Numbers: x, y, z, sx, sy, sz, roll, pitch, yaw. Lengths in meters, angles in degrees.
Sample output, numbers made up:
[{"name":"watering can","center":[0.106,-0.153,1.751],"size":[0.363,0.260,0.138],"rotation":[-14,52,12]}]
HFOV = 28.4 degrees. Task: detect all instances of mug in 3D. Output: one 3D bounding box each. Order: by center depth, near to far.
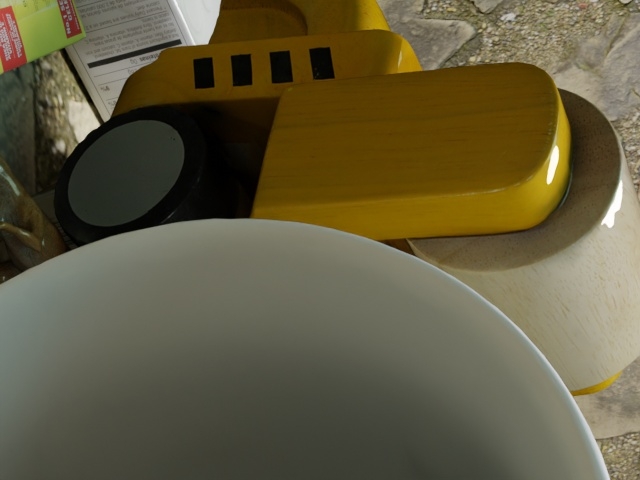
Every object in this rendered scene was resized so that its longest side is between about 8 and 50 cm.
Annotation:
[{"name":"mug","center":[-0.034,0.163,0.543],"size":[0.328,0.276,0.374],"rotation":[76,-5,-50]}]

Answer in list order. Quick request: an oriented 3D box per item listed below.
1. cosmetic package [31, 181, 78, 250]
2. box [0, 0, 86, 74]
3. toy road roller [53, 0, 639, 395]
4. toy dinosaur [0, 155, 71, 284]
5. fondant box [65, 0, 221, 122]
[{"name":"cosmetic package","center":[-0.144,-0.013,0.797],"size":[0.115,0.041,0.060],"rotation":[-60,134,-77]},{"name":"box","center":[-0.187,-0.119,0.638],"size":[0.232,0.058,0.087],"rotation":[-69,144,-74]},{"name":"toy road roller","center":[0.029,-0.050,0.739],"size":[0.202,0.330,0.240],"rotation":[56,40,-50]},{"name":"toy dinosaur","center":[-0.143,0.026,0.681],"size":[0.112,0.064,0.211],"rotation":[-94,167,-51]},{"name":"fondant box","center":[-0.139,-0.216,0.961],"size":[0.238,0.096,0.330],"rotation":[-95,168,-45]}]
